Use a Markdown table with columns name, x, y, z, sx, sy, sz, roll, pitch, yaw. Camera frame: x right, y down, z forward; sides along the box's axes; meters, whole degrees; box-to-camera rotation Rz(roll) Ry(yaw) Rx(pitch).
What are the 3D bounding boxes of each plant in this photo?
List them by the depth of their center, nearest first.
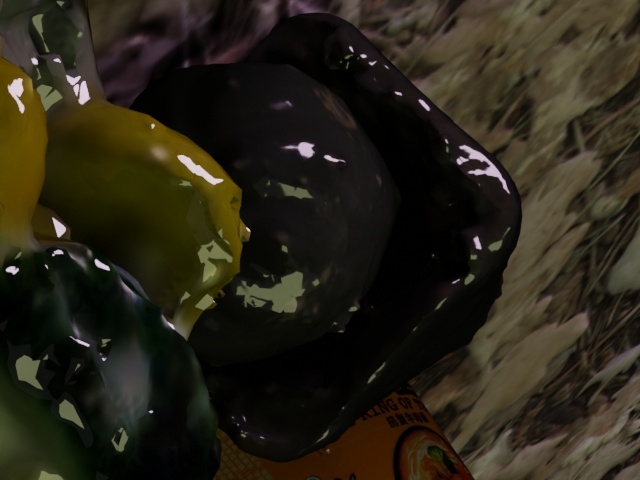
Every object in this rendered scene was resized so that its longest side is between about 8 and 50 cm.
| name | x | y | z | sx | sy | sz | roll | pitch | yaw |
| --- | --- | --- | --- | --- | --- | --- | --- | --- | --- |
| plant | 0.000 | 0.000 | 0.832 | 0.164 | 0.142 | 0.256 | -48 | 157 | 15 |

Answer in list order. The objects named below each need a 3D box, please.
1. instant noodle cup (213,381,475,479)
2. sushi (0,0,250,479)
| name | x | y | z | sx | sy | sz | roll | pitch | yaw |
| --- | --- | --- | --- | --- | --- | --- | --- | --- | --- |
| instant noodle cup | 0.002 | 0.171 | 1.058 | 0.215 | 0.172 | 0.216 | -33 | 154 | -18 |
| sushi | -0.166 | 0.008 | 0.448 | 0.328 | 0.285 | 0.328 | -43 | 154 | -1 |
